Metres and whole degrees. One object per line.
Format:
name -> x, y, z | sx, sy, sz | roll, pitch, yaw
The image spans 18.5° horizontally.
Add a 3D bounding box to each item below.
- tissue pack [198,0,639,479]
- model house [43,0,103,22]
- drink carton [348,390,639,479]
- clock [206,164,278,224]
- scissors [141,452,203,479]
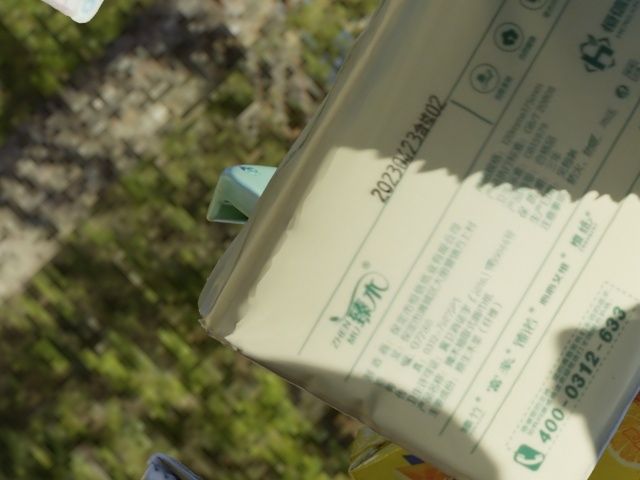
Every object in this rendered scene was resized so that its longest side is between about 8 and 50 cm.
tissue pack -> 0.126, -0.039, 1.359 | 0.297, 0.380, 0.207 | 32, 6, -5
model house -> -0.162, -0.256, 1.098 | 0.198, 0.224, 0.215 | 30, -1, -19
drink carton -> 0.213, 0.169, 1.771 | 0.154, 0.351, 0.111 | 56, 15, -11
clock -> 0.001, -0.001, 1.694 | 0.148, 0.060, 0.188 | 8, 22, -38
scissors -> -0.035, 0.231, 1.406 | 0.242, 0.030, 0.118 | 40, -26, -19
